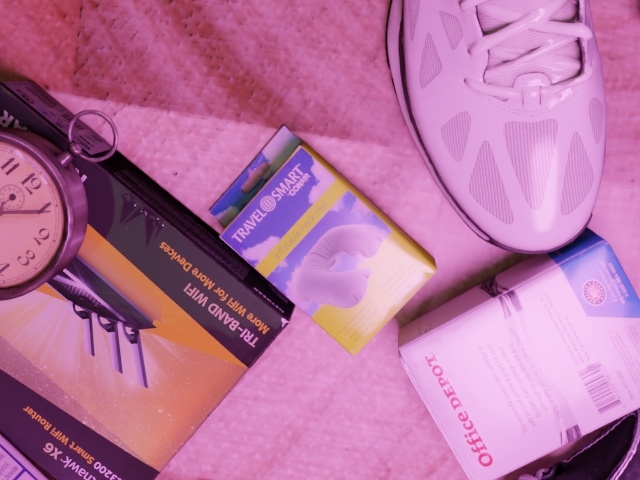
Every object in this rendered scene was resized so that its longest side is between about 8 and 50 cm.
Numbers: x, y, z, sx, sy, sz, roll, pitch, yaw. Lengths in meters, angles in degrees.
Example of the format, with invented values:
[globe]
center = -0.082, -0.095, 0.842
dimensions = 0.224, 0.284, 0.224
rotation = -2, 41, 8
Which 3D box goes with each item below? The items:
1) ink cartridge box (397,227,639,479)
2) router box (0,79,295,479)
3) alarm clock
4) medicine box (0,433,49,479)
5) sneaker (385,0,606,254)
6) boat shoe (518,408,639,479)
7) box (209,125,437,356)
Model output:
[ink cartridge box]
center = 0.179, 0.096, 0.768
dimensions = 0.190, 0.082, 0.140
rotation = -29, 97, 10
[router box]
center = -0.214, 0.052, 0.788
dimensions = 0.309, 0.081, 0.243
rotation = 39, 101, -3
[alarm clock]
center = -0.231, -0.033, 0.699
dimensions = 0.192, 0.064, 0.129
rotation = -36, 96, 11
[medicine box]
center = -0.316, 0.322, 0.775
dimensions = 0.289, 0.149, 0.263
rotation = 46, 119, -5
[sneaker]
center = 0.120, -0.188, 0.630
dimensions = 0.169, 0.257, 0.448
rotation = -12, 100, 6
[boat shoe]
center = 0.204, 0.247, 0.789
dimensions = 0.102, 0.108, 0.301
rotation = 28, 108, -3
[box]
center = 0.000, 0.000, 0.784
dimensions = 0.178, 0.042, 0.109
rotation = 42, 100, -5
